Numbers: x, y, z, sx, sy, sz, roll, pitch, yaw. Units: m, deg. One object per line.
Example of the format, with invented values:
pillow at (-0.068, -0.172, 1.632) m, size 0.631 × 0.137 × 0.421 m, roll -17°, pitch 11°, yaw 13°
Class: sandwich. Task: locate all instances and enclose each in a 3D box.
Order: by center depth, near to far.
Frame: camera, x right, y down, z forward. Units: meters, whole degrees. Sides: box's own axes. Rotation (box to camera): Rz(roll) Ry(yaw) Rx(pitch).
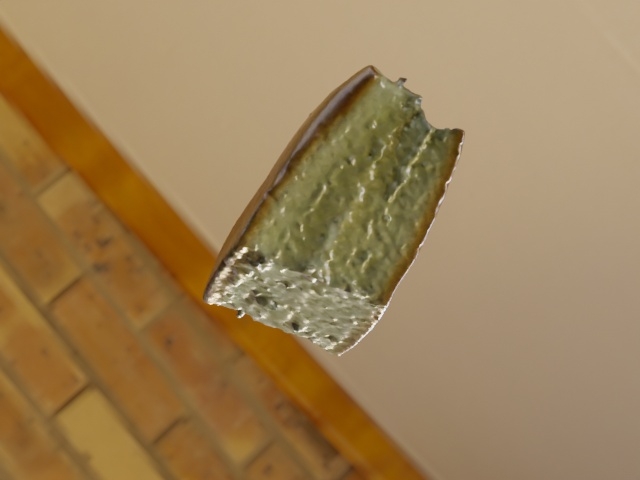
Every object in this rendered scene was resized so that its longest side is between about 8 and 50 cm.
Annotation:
sandwich at (0.000, 0.000, 1.084) m, size 0.094 × 0.096 × 0.258 m, roll 26°, pitch -25°, yaw -4°
